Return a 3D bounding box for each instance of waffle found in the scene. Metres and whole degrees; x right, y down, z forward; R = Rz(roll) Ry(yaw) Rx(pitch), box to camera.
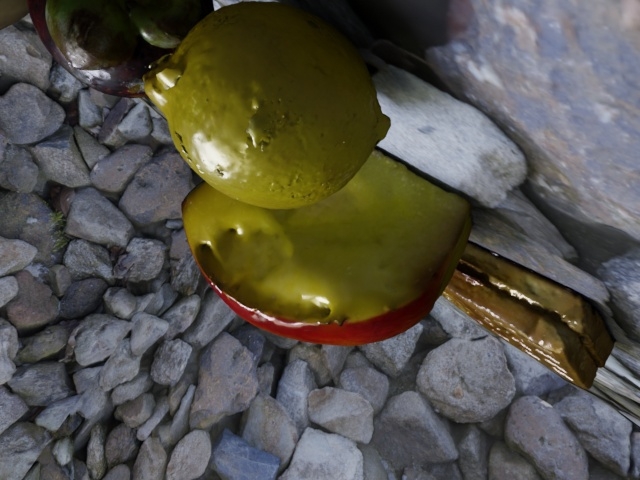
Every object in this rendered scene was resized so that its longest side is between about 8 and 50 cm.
[{"bbox_3d":[0.301,0.100,0.859,0.328,0.098,0.224,32,174,44],"label":"waffle"}]

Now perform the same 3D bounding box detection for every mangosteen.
[{"bbox_3d":[-0.181,-0.211,0.463,0.172,0.172,0.184,36,-161,-11],"label":"mangosteen"}]

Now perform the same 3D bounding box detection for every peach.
[{"bbox_3d":[0.000,0.000,0.751,0.380,0.306,0.242,29,169,19],"label":"peach"}]

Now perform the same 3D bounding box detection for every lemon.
[{"bbox_3d":[-0.044,-0.114,0.442,0.206,0.173,0.173,6,-168,-29],"label":"lemon"}]

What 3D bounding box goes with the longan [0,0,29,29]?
[{"bbox_3d":[-0.530,-0.382,0.637,0.350,0.288,0.288,9,-173,-19],"label":"longan"}]
